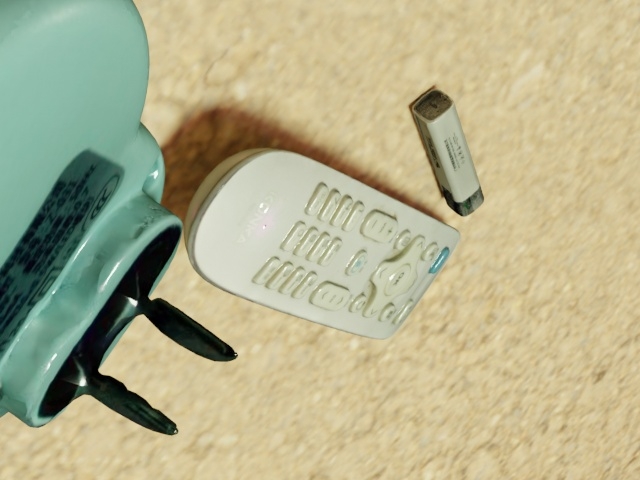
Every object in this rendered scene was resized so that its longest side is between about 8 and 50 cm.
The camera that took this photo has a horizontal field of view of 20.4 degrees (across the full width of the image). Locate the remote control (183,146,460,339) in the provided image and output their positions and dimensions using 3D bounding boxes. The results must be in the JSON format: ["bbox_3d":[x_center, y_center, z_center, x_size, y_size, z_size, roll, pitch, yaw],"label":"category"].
[{"bbox_3d":[0.000,0.000,0.857,0.073,0.044,0.229,-58,152,6],"label":"remote control"}]

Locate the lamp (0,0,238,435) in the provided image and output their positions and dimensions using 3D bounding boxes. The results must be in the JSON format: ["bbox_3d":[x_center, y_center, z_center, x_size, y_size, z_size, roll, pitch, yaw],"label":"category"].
[{"bbox_3d":[-0.137,-0.010,0.609,0.209,0.147,0.284,-53,149,0],"label":"lamp"}]

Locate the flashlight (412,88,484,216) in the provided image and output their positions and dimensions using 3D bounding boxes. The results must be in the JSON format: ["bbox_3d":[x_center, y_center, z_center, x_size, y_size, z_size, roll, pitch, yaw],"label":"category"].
[{"bbox_3d":[0.065,-0.043,0.899,0.018,0.018,0.083,-39,144,-10],"label":"flashlight"}]
